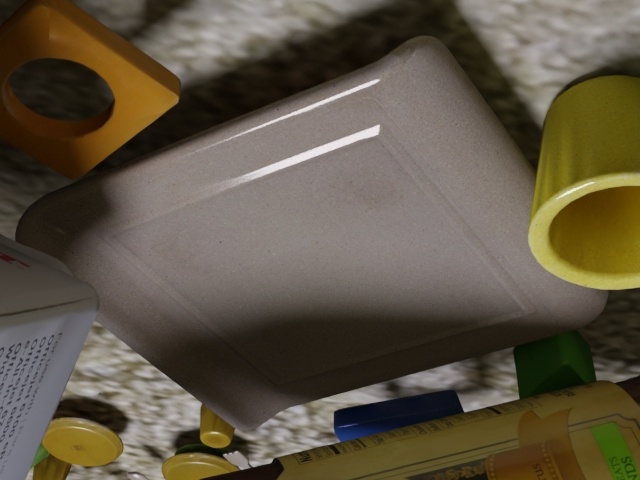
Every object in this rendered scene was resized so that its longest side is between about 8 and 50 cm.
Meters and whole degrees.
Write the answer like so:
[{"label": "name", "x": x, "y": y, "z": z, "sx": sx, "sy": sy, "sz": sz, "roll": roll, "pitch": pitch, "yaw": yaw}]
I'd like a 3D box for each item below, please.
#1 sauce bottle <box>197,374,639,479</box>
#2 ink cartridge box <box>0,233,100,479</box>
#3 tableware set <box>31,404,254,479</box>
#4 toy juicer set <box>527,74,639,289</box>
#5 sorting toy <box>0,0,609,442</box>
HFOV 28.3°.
[{"label": "sauce bottle", "x": 0.007, "y": 0.142, "z": 0.532, "sx": 0.344, "sy": 0.111, "sz": 0.111, "roll": -13, "pitch": 144, "yaw": -11}, {"label": "ink cartridge box", "x": -0.227, "y": 0.033, "z": 0.361, "sx": 0.223, "sy": 0.129, "sz": 0.307, "roll": 23, "pitch": -176, "yaw": 7}, {"label": "tableware set", "x": -0.110, "y": 0.121, "z": 0.727, "sx": 0.154, "sy": 0.024, "sz": 0.104, "roll": -15, "pitch": 135, "yaw": 25}, {"label": "toy juicer set", "x": 0.231, "y": -0.061, "z": 0.401, "sx": 0.209, "sy": 0.089, "sz": 0.329, "roll": 19, "pitch": 139, "yaw": -18}, {"label": "sorting toy", "x": 0.000, "y": 0.000, "z": 0.541, "sx": 0.196, "sy": 0.047, "sz": 0.347, "roll": -22, "pitch": 136, "yaw": 23}]
